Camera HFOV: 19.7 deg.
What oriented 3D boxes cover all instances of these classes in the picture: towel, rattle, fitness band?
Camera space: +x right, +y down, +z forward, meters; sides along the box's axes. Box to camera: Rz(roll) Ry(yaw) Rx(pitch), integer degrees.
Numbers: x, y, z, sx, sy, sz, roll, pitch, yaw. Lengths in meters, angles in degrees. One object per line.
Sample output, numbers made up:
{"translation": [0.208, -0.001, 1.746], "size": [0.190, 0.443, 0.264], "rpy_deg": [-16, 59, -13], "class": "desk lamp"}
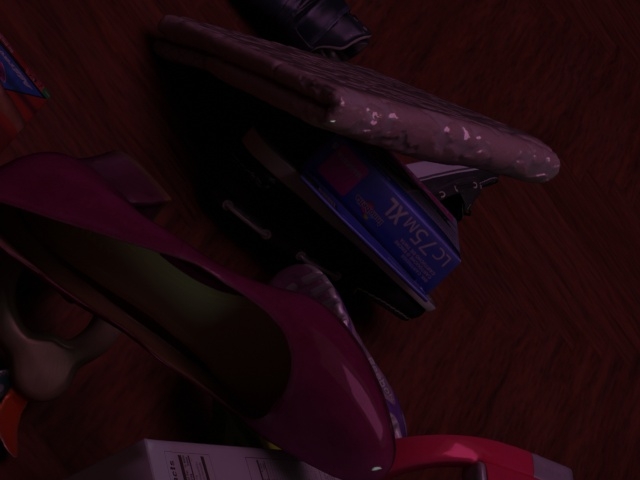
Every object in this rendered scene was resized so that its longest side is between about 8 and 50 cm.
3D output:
{"translation": [0.036, -0.144, 1.902], "size": [0.332, 0.317, 0.053], "rpy_deg": [9, 103, -43], "class": "towel"}
{"translation": [-0.253, 0.081, 1.570], "size": [0.130, 0.142, 0.200], "rpy_deg": [24, 79, -39], "class": "rattle"}
{"translation": [0.123, 0.259, 1.793], "size": [0.291, 0.209, 0.054], "rpy_deg": [25, 50, -42], "class": "fitness band"}

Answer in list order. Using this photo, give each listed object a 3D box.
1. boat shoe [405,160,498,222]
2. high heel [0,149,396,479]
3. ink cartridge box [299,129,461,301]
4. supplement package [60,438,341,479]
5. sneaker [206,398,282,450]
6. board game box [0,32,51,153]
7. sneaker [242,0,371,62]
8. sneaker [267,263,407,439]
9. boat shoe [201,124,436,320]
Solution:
{"translation": [0.148, -0.057, 2.190], "size": [0.228, 0.080, 0.076], "rpy_deg": [-9, 80, -55], "class": "boat shoe"}
{"translation": [-0.113, 0.072, 1.435], "size": [0.377, 0.127, 0.181], "rpy_deg": [39, 28, 19], "class": "high heel"}
{"translation": [0.067, -0.043, 1.942], "size": [0.186, 0.065, 0.311], "rpy_deg": [46, 11, -5], "class": "ink cartridge box"}
{"translation": [-0.096, 0.288, 1.472], "size": [0.262, 0.199, 0.198], "rpy_deg": [12, 56, -51], "class": "supplement package"}
{"translation": [-0.036, 0.211, 1.689], "size": [0.109, 0.123, 0.296], "rpy_deg": [-6, 89, -22], "class": "sneaker"}
{"translation": [-0.362, -0.198, 1.623], "size": [0.281, 0.027, 0.145], "rpy_deg": [51, 35, -17], "class": "board game box"}
{"translation": [0.002, -0.292, 2.135], "size": [0.163, 0.086, 0.226], "rpy_deg": [45, 44, -7], "class": "sneaker"}
{"translation": [0.020, 0.135, 1.861], "size": [0.236, 0.095, 0.104], "rpy_deg": [64, 19, 9], "class": "sneaker"}
{"translation": [0.000, 0.000, 1.931], "size": [0.302, 0.091, 0.114], "rpy_deg": [42, 10, -26], "class": "boat shoe"}
